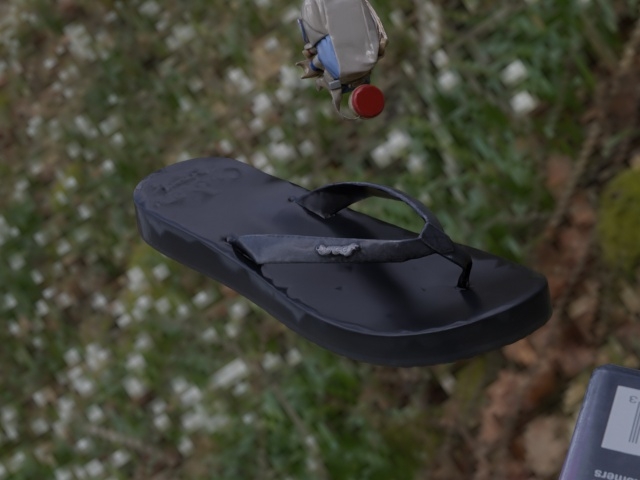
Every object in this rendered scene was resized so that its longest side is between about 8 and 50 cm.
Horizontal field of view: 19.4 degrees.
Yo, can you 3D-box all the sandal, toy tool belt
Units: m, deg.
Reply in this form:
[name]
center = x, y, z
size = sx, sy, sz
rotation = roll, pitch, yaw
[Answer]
[sandal]
center = -0.001, 0.000, 0.952
size = 0.254, 0.054, 0.097
rotation = 19, 37, 34
[toy tool belt]
center = 0.013, -0.105, 1.072
size = 0.052, 0.083, 0.051
rotation = -16, -5, -16

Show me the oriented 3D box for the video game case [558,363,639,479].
[video game case]
center = 0.116, 0.129, 0.314
size = 0.274, 0.196, 0.026
rotation = -61, -20, -52
